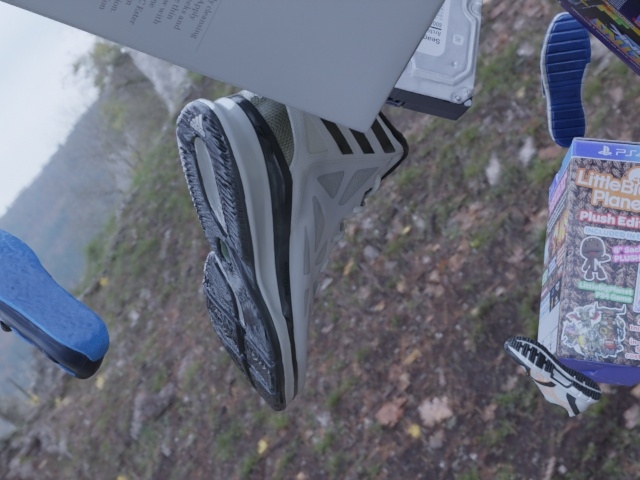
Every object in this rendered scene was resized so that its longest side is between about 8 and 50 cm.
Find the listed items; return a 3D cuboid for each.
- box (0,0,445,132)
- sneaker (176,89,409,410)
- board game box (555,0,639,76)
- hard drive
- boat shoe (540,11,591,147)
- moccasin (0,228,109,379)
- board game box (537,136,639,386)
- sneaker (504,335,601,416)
[{"bbox_3d":[-0.095,-0.251,0.729,0.168,0.345,0.215,-59,39,21],"label":"box"},{"bbox_3d":[0.001,0.000,1.043,0.258,0.447,0.169,-26,46,-24],"label":"sneaker"},{"bbox_3d":[0.342,-0.231,0.960,0.048,0.170,0.141,-50,5,6],"label":"board game box"},{"bbox_3d":[0.118,-0.359,1.285,0.064,0.237,0.338,134,147,-71],"label":"hard drive"},{"bbox_3d":[0.329,-0.223,1.227,0.066,0.183,0.066,-3,21,2],"label":"boat shoe"},{"bbox_3d":[-0.496,0.110,1.466,0.138,0.342,0.116,-29,-27,-42],"label":"moccasin"},{"bbox_3d":[0.388,0.038,1.221,0.232,0.141,0.290,65,-148,-75],"label":"board game box"},{"bbox_3d":[0.233,0.142,0.923,0.040,0.109,0.043,-39,-18,-50],"label":"sneaker"}]
